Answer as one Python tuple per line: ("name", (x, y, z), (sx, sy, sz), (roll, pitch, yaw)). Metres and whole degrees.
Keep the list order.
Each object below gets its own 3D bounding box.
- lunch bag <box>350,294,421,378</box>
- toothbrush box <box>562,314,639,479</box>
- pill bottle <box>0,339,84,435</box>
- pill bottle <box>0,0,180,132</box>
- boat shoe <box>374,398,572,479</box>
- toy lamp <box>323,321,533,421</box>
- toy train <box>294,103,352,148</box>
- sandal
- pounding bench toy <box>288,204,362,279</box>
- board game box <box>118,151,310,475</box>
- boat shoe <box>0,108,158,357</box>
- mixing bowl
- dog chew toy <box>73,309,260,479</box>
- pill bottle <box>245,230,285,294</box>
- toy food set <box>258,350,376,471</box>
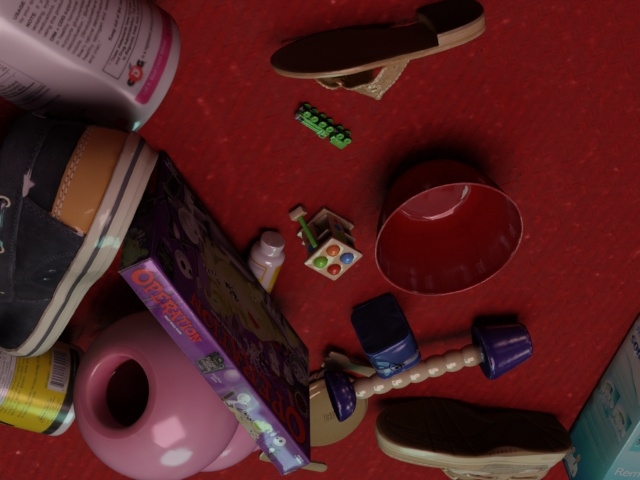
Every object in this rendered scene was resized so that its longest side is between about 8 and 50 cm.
("lunch bag", (0.087, 0.129, 2.038), (0.067, 0.098, 0.065), (-26, 136, 3))
("toothbrush box", (0.501, 0.254, 2.242), (0.216, 0.126, 0.295), (7, 129, -20))
("pill bottle", (-0.401, 0.159, 1.931), (0.208, 0.119, 0.119), (19, 126, -28))
("pill bottle", (-0.292, -0.221, 1.569), (0.283, 0.160, 0.160), (30, 120, -35))
("boat shoe", (0.205, 0.294, 2.222), (0.302, 0.109, 0.098), (6, 130, -26))
("toy lamp", (0.145, 0.169, 2.093), (0.274, 0.080, 0.080), (-17, 135, -6))
("toy train", (0.003, -0.131, 1.828), (0.083, 0.017, 0.023), (30, 130, -35))
("sandal", (0.070, -0.191, 1.739), (0.240, 0.088, 0.079), (-17, 129, -5))
("pounding bench toy", (0.000, 0.000, 1.917), (0.083, 0.065, 0.052), (29, 120, -34))
("board game box", (-0.113, 0.086, 1.829), (0.056, 0.208, 0.347), (-22, 124, 19))
("boat shoe", (-0.305, -0.007, 1.681), (0.156, 0.187, 0.500), (23, 157, -11))
("mixing bowl", (0.144, -0.031, 1.901), (0.181, 0.098, 0.181), (-6, 134, -7))
("dog chew toy", (-0.152, 0.195, 1.957), (0.206, 0.206, 0.332), (-37, 156, 20))
("pill bottle", (-0.070, 0.029, 1.942), (0.043, 0.043, 0.083), (7, 130, -20))
("toy food set", (0.002, 0.226, 2.158), (0.132, 0.038, 0.192), (20, 115, -35))
